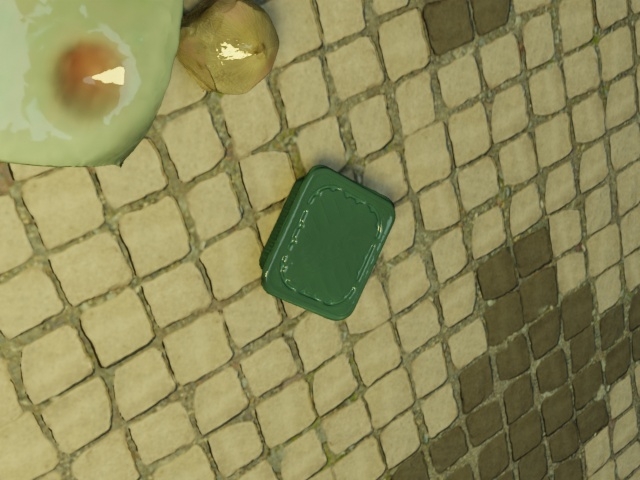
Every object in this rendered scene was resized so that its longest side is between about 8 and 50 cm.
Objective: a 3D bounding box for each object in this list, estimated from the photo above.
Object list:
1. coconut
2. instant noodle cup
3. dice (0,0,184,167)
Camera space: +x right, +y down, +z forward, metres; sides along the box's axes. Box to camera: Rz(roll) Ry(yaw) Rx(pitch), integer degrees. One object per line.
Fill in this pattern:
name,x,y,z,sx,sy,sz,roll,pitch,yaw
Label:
coconut,-0.101,-0.214,0.949,0.110,0.124,0.110,-12,111,-34
instant noodle cup,0.000,0.000,1.124,0.157,0.070,0.179,26,90,-36
dice,-0.287,-0.213,0.731,0.268,0.264,0.262,3,102,-35
